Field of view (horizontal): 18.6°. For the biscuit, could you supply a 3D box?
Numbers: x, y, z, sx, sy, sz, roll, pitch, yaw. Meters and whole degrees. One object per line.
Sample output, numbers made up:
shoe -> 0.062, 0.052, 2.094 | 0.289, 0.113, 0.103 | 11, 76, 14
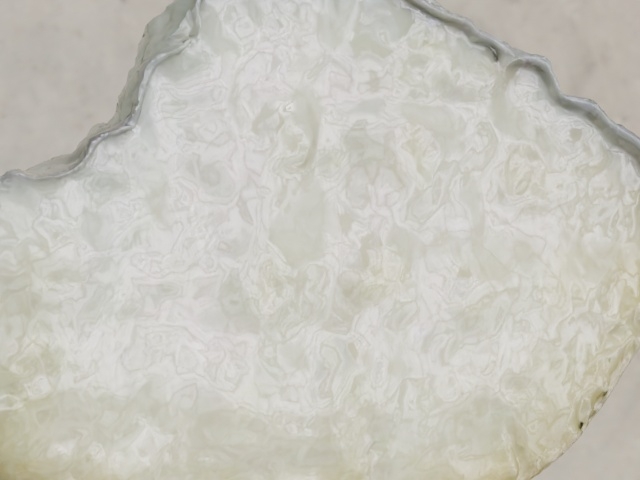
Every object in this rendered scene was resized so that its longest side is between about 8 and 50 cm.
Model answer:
biscuit -> 0.000, 0.000, 0.543 | 0.265, 0.040, 0.188 | -9, 99, -30
